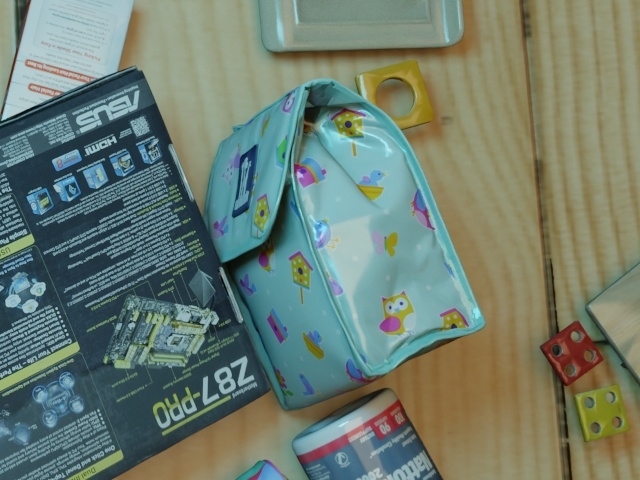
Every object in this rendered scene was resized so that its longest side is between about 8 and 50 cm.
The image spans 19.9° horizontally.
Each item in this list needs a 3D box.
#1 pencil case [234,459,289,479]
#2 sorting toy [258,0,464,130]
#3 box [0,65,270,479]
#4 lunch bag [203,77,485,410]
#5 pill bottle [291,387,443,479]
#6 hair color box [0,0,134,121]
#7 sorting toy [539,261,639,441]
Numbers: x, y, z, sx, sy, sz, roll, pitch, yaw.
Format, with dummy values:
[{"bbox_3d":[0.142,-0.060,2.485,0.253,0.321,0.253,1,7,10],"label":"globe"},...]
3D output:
[{"bbox_3d":[-0.109,0.296,1.606,0.236,0.104,0.104,-38,92,-18],"label":"pencil case"},{"bbox_3d":[0.033,-0.267,1.756,0.196,0.047,0.348,-3,82,-11],"label":"sorting toy"},{"bbox_3d":[-0.267,0.069,1.530,0.395,0.097,0.318,-28,99,-30],"label":"box"},{"bbox_3d":[0.000,0.000,1.613,0.160,0.223,0.262,-25,88,-24],"label":"lunch bag"},{"bbox_3d":[0.061,0.235,1.655,0.108,0.108,0.180,-30,90,-17],"label":"pill bottle"},{"bbox_3d":[-0.234,-0.154,1.664,0.093,0.053,0.167,15,77,-13],"label":"hair color box"},{"bbox_3d":[0.331,0.086,1.780,0.274,0.046,0.132,-37,92,-17],"label":"sorting toy"}]
